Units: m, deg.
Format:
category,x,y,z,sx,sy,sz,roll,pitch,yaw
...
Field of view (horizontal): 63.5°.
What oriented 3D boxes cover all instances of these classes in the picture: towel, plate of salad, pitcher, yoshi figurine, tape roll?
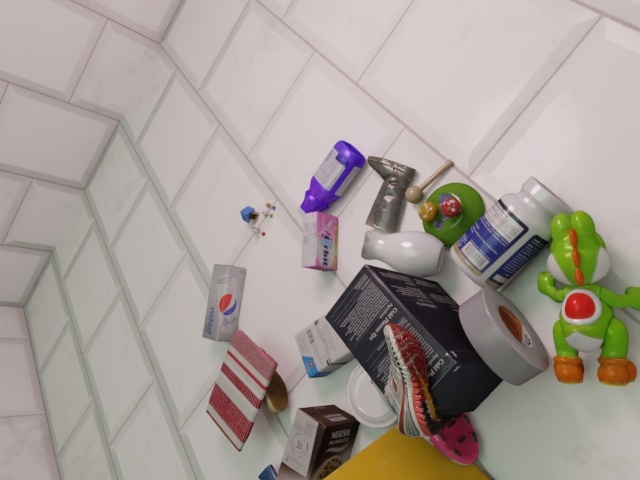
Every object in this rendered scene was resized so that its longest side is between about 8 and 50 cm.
category,x,y,z,sx,sy,sz,roll,pitch,yaw
towel,-0.152,0.784,1.651,0.067,0.029,0.119,-53,50,19
plate of salad,0.163,0.430,1.472,0.200,0.048,0.199,-14,64,31
pitcher,0.239,0.030,1.437,0.207,0.178,0.125,12,98,24
towel,-0.267,0.496,1.733,0.237,0.037,0.328,31,103,44
yoshi figurine,0.575,0.115,1.120,0.203,0.204,0.361,170,93,-82
tape roll,0.415,0.214,1.172,0.072,0.219,0.219,-43,55,27

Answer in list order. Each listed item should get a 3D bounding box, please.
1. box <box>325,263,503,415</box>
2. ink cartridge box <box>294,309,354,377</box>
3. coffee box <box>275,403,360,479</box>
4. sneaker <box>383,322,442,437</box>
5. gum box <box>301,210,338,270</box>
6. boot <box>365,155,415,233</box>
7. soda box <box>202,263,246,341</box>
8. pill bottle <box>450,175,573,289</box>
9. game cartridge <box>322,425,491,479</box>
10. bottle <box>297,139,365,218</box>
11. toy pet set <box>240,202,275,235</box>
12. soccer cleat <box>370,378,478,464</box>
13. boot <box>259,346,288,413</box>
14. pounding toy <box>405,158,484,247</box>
category,x,y,z,sx,sy,sz,roll,pitch,yaw
box,0.243,0.241,1.238,0.178,0.343,0.312,-55,50,17
ink cartridge box,0.034,0.312,1.589,0.203,0.086,0.148,-38,58,29
coffee box,-0.015,0.643,1.502,0.119,0.168,0.296,19,94,43
sneaker,0.158,0.272,1.015,0.093,0.088,0.225,-28,62,34
gum box,0.000,0.000,1.676,0.062,0.107,0.188,-8,75,41
boot,0.185,-0.142,1.575,0.190,0.076,0.208,30,108,44
soda box,-0.365,0.236,1.966,0.098,0.091,0.285,4,83,42
pill bottle,0.453,-0.016,1.235,0.264,0.153,0.153,-49,52,23
game cartridge,0.212,0.593,1.228,0.285,0.324,0.052,36,138,42
bottle,0.028,-0.189,1.704,0.282,0.092,0.118,-54,50,20
toy pet set,-0.245,-0.094,1.950,0.114,0.065,0.122,28,99,42
soccer cleat,0.261,0.435,1.332,0.331,0.116,0.143,46,148,20
boot,-0.226,0.523,1.771,0.203,0.095,0.262,-52,49,20
pounding toy,0.323,-0.098,1.402,0.183,0.110,0.236,-42,56,27
